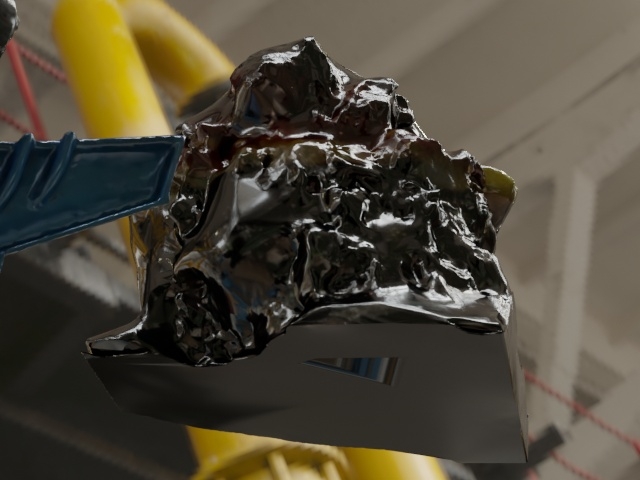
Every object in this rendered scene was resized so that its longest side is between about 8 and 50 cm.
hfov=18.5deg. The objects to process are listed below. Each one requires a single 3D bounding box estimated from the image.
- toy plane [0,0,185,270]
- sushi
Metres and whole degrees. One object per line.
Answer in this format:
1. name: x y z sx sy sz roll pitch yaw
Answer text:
1. toy plane: -0.152 -0.036 0.522 0.254 0.271 0.105 29 -34 -26
2. sushi: 0.000 0.000 0.856 0.172 0.150 0.153 -1 -27 9
